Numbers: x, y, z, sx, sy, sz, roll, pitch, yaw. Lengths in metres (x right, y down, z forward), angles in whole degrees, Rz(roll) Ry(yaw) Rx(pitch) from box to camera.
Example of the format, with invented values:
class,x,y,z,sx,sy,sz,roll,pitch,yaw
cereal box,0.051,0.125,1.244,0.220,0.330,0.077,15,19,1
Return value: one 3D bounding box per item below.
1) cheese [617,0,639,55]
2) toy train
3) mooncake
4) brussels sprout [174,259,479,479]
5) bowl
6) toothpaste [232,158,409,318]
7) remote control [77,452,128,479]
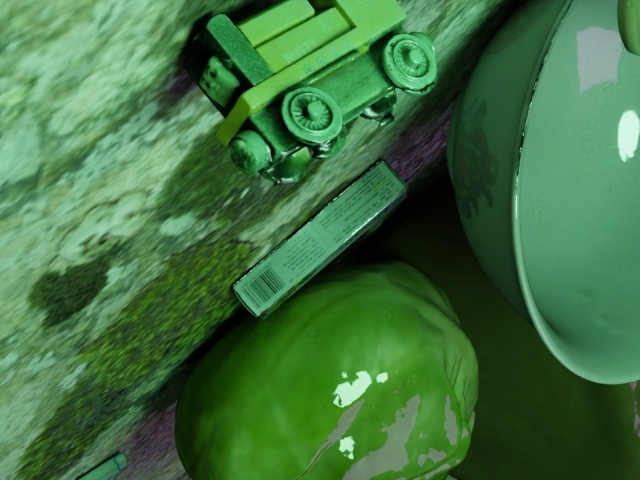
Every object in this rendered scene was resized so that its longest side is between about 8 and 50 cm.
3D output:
class,x,y,z,sx,sy,sz,roll,pitch,yaw
cheese,0.237,-0.202,0.820,0.092,0.048,0.171,4,101,-57
toy train,-0.002,-0.077,0.560,0.122,0.081,0.050,-33,176,-34
mooncake,0.223,0.092,1.325,0.201,0.378,0.378,-40,171,-37
brussels sprout,0.008,0.167,1.166,0.328,0.247,0.328,-22,156,-10
bowl,0.202,-0.072,0.974,0.345,0.345,0.157,-35,-149,-32
toothpaste,0.000,0.000,1.027,0.164,0.034,0.046,-41,173,-5
remote control,-0.239,0.248,1.223,0.124,0.018,0.053,-31,166,-45
